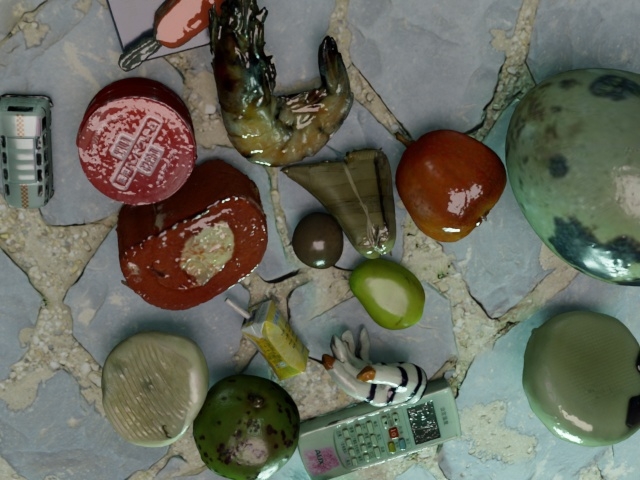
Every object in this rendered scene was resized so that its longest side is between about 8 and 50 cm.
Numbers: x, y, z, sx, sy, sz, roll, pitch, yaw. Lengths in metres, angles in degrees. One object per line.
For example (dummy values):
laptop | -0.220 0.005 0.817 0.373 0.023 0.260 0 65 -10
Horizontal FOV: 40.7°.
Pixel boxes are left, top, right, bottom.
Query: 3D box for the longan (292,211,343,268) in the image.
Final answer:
longan | 0.000 0.000 1.580 0.113 0.092 0.113 -5 97 -50

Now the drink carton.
drink carton | -0.100 0.172 1.647 0.074 0.084 0.200 -20 120 25

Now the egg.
egg | 0.511 -0.113 1.482 0.428 0.345 0.345 42 102 -16

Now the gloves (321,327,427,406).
gloves | 0.095 0.262 1.695 0.218 0.140 0.131 8 122 -23

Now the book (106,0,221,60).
book | -0.255 -0.429 1.366 0.190 0.025 0.269 -15 117 -3

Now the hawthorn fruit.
hawthorn fruit | 0.215 -0.115 1.534 0.225 0.196 0.196 45 102 4

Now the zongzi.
zongzi | 0.034 -0.060 1.529 0.197 0.099 0.195 -7 76 0

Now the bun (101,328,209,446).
bun | -0.304 0.266 1.614 0.237 0.116 0.210 -44 85 16

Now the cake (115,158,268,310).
cake | -0.220 -0.005 1.507 0.283 0.151 0.177 -29 129 3

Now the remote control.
remote control | 0.121 0.401 1.812 0.344 0.050 0.145 -18 117 -3

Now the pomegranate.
pomegranate | -0.147 0.374 1.674 0.211 0.211 0.263 7 140 -14

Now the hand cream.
hand cream | -0.301 -0.166 1.424 0.193 0.125 0.193 -4 114 -9

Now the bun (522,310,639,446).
bun | 0.521 0.288 1.747 0.283 0.283 0.179 7 152 -14

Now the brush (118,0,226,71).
brush | -0.195 -0.376 1.363 0.323 0.051 0.070 -37 123 4

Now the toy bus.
toy bus | -0.486 -0.139 1.422 0.087 0.089 0.194 1 116 -11

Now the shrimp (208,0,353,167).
shrimp | -0.061 -0.276 1.420 0.233 0.071 0.365 -14 131 -10

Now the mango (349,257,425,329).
mango | 0.133 0.100 1.651 0.117 0.089 0.163 -35 116 6
